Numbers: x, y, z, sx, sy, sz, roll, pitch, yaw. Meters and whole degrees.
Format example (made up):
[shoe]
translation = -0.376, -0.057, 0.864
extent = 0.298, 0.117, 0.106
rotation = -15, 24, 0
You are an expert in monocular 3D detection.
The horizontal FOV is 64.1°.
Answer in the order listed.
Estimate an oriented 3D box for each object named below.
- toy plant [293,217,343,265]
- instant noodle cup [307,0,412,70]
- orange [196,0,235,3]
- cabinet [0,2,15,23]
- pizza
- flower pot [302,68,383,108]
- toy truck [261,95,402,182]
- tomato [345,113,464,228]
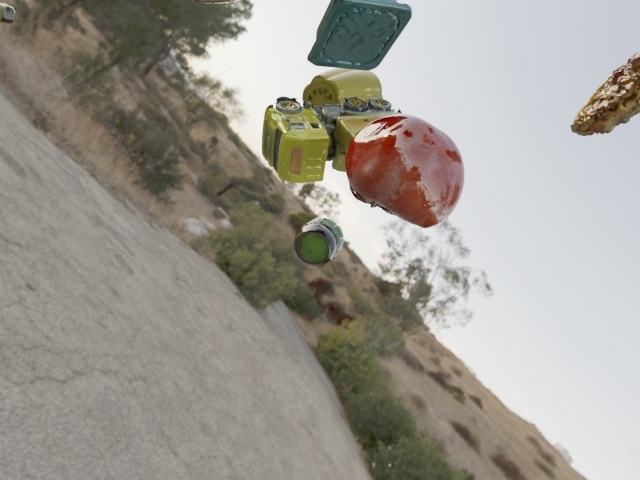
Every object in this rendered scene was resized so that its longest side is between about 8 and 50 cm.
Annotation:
[toy plant]
translation = 0.000, 0.000, 1.079
extent = 0.093, 0.092, 0.162
rotation = 51, 15, -1
[instant noodle cup]
translation = 0.067, -0.403, 0.962
extent = 0.179, 0.157, 0.070
rotation = 133, -49, -59
[orange]
translation = -0.128, -0.413, 0.574
extent = 0.274, 0.274, 0.274
rotation = 50, -4, 5
[cabinet]
translation = -0.693, -0.314, 0.778
extent = 0.317, 0.228, 0.289
rotation = 18, 5, 37
[pizza]
translation = 0.553, -0.279, 0.918
extent = 0.058, 0.127, 0.246
rotation = 21, -24, -15
[flower pot]
translation = 0.051, -0.389, 1.419
extent = 0.195, 0.195, 0.179
rotation = 50, 36, 17
[toy truck]
translation = 0.039, -0.174, 0.931
extent = 0.157, 0.272, 0.124
rotation = -118, -151, -47
[tomato]
translation = 0.128, -0.108, 0.774
extent = 0.186, 0.152, 0.187
rotation = 23, 3, -1
